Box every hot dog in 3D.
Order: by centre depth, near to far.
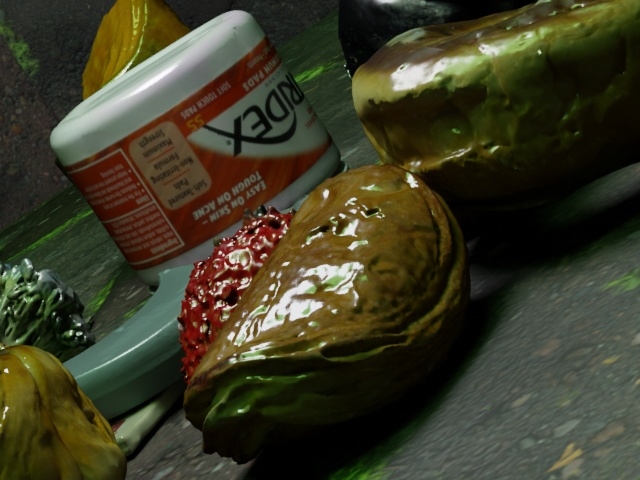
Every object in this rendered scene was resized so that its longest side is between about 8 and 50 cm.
[{"bbox_3d":[0.004,0.063,1.332,0.196,0.122,0.272,-25,23,32],"label":"hot dog"}]

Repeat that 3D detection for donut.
[{"bbox_3d":[-0.310,0.222,1.396,0.360,0.170,0.360,-34,6,4],"label":"donut"},{"bbox_3d":[0.183,-0.117,1.454,0.330,0.160,0.330,-17,2,1],"label":"donut"}]

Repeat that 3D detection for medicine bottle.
[{"bbox_3d":[-0.120,-0.081,1.943,0.252,0.241,0.252,-31,13,8],"label":"medicine bottle"}]

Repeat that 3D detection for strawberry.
[{"bbox_3d":[-0.055,0.045,1.501,0.192,0.085,0.140,-36,51,-15],"label":"strawberry"}]

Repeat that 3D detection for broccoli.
[{"bbox_3d":[-0.324,0.121,1.752,0.177,0.198,0.275,-34,9,29],"label":"broccoli"}]

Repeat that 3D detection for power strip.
[{"bbox_3d":[-0.156,0.090,1.685,0.253,0.054,0.167,-37,19,-33],"label":"power strip"}]

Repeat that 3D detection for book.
[{"bbox_3d":[-0.181,0.152,1.686,0.162,0.022,0.232,-26,14,31],"label":"book"}]

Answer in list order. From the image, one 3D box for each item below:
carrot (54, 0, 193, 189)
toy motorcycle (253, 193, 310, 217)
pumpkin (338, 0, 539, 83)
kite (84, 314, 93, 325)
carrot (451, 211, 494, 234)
[{"bbox_3d":[-0.199,-0.135,2.260,0.241,0.340,0.241,-43,-2,-2],"label":"carrot"},{"bbox_3d":[0.000,-0.001,1.698,0.130,0.094,0.229,-24,1,19],"label":"toy motorcycle"},{"bbox_3d":[0.162,-0.235,1.808,0.296,0.296,0.296,-31,12,7],"label":"pumpkin"},{"bbox_3d":[-0.352,0.161,2.130,0.268,0.013,0.323,-40,11,-38],"label":"kite"},{"bbox_3d":[0.038,0.019,1.580,0.314,0.066,0.066,-29,12,3],"label":"carrot"}]
